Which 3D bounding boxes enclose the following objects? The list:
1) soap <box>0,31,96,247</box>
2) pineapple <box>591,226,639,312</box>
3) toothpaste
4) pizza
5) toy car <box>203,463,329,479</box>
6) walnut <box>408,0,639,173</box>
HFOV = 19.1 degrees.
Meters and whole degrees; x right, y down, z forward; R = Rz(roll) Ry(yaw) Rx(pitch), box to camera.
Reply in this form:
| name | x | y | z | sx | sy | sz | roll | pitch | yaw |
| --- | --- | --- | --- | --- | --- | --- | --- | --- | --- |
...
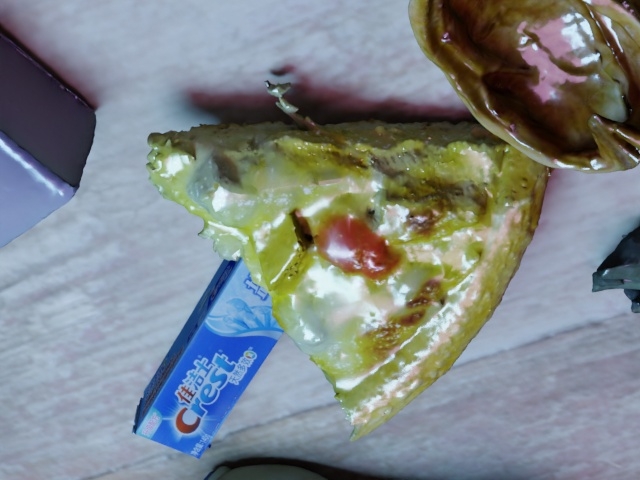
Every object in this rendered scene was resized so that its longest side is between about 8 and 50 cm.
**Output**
| name | x | y | z | sx | sy | sz | roll | pitch | yaw |
| --- | --- | --- | --- | --- | --- | --- | --- | --- | --- |
| soap | -0.364 | -0.082 | 1.383 | 0.285 | 0.107 | 0.296 | -30 | 123 | 29 |
| pineapple | 0.347 | 0.092 | 1.421 | 0.310 | 0.141 | 0.170 | 36 | 151 | 10 |
| toothpaste | -0.072 | 0.074 | 1.533 | 0.066 | 0.053 | 0.272 | 22 | 132 | -13 |
| pizza | 0.000 | 0.000 | 1.387 | 0.288 | 0.075 | 0.280 | 20 | 110 | -10 |
| toy car | 0.047 | 0.324 | 1.676 | 0.336 | 0.226 | 0.242 | 11 | 118 | 18 |
| walnut | 0.160 | -0.143 | 1.271 | 0.167 | 0.087 | 0.211 | -13 | 132 | 45 |
